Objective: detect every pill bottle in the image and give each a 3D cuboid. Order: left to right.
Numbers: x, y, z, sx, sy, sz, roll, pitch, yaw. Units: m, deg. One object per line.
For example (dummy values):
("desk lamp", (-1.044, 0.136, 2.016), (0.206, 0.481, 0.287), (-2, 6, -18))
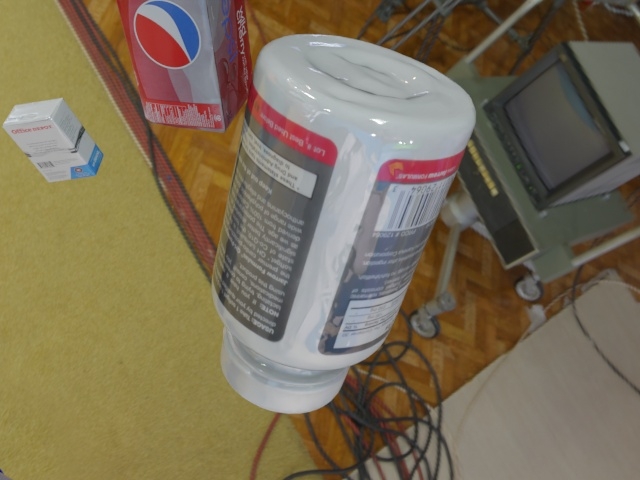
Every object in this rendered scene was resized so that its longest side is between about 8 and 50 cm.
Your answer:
("pill bottle", (0.000, 0.000, 0.577), (0.176, 0.319, 0.176), (12, 33, -8))

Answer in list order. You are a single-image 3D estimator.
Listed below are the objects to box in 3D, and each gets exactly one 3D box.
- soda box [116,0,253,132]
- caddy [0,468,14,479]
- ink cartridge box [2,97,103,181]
("soda box", (-0.119, -0.228, 0.543), (0.083, 0.264, 0.092), (7, 41, 11))
("caddy", (-0.581, 0.455, 0.981), (0.179, 0.341, 0.241), (16, 68, 21))
("ink cartridge box", (-0.673, -0.252, 1.651), (0.203, 0.148, 0.086), (68, 22, -48))
